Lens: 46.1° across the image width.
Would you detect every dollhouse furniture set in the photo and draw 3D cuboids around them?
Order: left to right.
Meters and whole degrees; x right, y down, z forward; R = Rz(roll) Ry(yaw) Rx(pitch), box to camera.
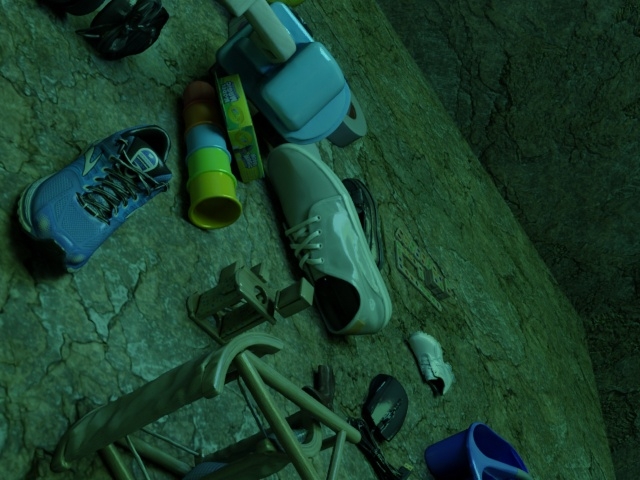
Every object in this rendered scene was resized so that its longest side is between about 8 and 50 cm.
[{"bbox_3d":[-0.110,0.057,1.238,0.101,0.182,0.160,47,28,-29],"label":"dollhouse furniture set"}]

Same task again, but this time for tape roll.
[{"bbox_3d":[0.042,-0.374,2.126,0.219,0.072,0.219,43,31,-34],"label":"tape roll"}]

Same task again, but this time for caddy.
[{"bbox_3d":[0.385,0.552,1.681,0.341,0.179,0.241,41,32,-38],"label":"caddy"}]

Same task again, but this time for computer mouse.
[{"bbox_3d":[0.156,0.386,1.555,0.184,0.060,0.262,59,25,-4],"label":"computer mouse"}]

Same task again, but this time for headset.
[{"bbox_3d":[-0.351,-0.428,1.285,0.243,0.185,0.394,41,20,-37],"label":"headset"}]

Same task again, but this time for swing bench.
[{"bbox_3d":[-0.130,0.249,0.913,0.254,0.253,0.165,53,25,-20],"label":"swing bench"}]

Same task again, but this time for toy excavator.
[{"bbox_3d":[-0.081,-0.363,1.470,0.433,0.222,0.445,48,-3,-23],"label":"toy excavator"}]

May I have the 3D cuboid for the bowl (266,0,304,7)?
[{"bbox_3d":[-0.167,-0.664,1.888,0.289,0.156,0.289,39,10,-8],"label":"bowl"}]

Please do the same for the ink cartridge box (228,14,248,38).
[{"bbox_3d":[-0.158,-0.473,1.797,0.062,0.109,0.209,37,34,-41],"label":"ink cartridge box"}]

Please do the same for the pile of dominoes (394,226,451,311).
[{"bbox_3d":[0.297,0.074,2.184,0.251,0.040,0.195,44,30,-34],"label":"pile of dominoes"}]

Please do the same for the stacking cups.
[{"bbox_3d":[-0.219,-0.169,1.403,0.096,0.096,0.316,33,32,-47],"label":"stacking cups"}]

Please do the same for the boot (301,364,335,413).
[{"bbox_3d":[-0.002,0.266,1.402,0.114,0.037,0.106,-81,150,-49],"label":"boot"}]

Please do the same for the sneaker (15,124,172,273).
[{"bbox_3d":[-0.302,-0.083,1.060,0.129,0.147,0.330,51,27,-22],"label":"sneaker"}]

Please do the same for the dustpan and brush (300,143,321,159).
[{"bbox_3d":[-0.033,-0.171,1.800,0.211,0.060,0.147,58,25,10],"label":"dustpan and brush"}]

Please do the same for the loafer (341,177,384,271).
[{"bbox_3d":[0.089,-0.045,1.850,0.084,0.096,0.267,18,50,-49],"label":"loafer"}]

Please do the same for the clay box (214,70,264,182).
[{"bbox_3d":[-0.159,-0.225,1.479,0.222,0.053,0.127,85,-10,-65],"label":"clay box"}]

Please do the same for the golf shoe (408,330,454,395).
[{"bbox_3d":[0.274,0.306,1.866,0.176,0.069,0.086,54,31,-13],"label":"golf shoe"}]

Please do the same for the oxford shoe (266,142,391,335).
[{"bbox_3d":[0.000,0.000,1.566,0.130,0.169,0.449,-20,82,-43],"label":"oxford shoe"}]
